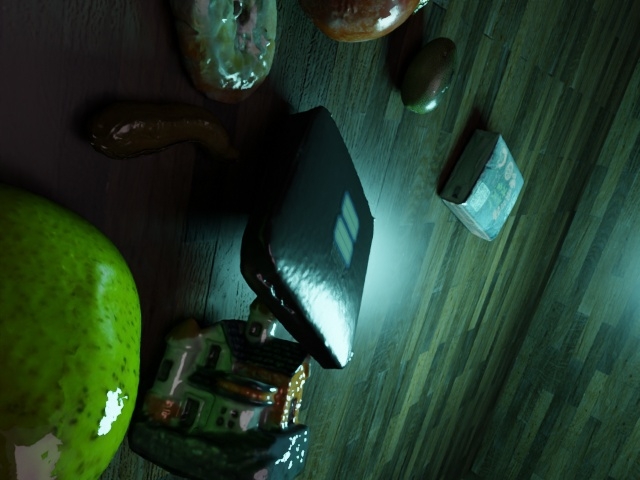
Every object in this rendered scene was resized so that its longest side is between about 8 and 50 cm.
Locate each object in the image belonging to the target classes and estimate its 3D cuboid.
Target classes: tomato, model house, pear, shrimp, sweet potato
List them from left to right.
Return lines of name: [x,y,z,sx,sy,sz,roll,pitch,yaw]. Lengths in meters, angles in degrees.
pear: [-0.310,0.112,0.425,0.238,0.318,0.342,-51,147,18]
sweet potato: [-0.198,-0.147,0.621,0.233,0.062,0.081,-8,133,-50]
shrimp: [-0.124,-0.334,0.596,0.164,0.062,0.317,-38,140,-34]
model house: [-0.140,0.215,0.764,0.190,0.271,0.301,37,66,-66]
tomato: [0.069,-0.405,0.658,0.232,0.188,0.232,-38,146,-33]

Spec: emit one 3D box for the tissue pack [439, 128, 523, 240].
tissue pack: [0.488,-0.153,1.360,0.315,0.103,0.228,29,90,-51]

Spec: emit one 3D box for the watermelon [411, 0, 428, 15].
watermelon: [0.160,-0.527,0.811,0.119,0.063,0.245,-45,141,-1]

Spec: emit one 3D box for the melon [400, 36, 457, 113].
melon: [0.228,-0.344,0.957,0.099,0.099,0.162,18,99,-52]

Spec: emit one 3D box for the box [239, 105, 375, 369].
box: [0.000,0.000,0.783,0.359,0.091,0.350,59,35,-43]
